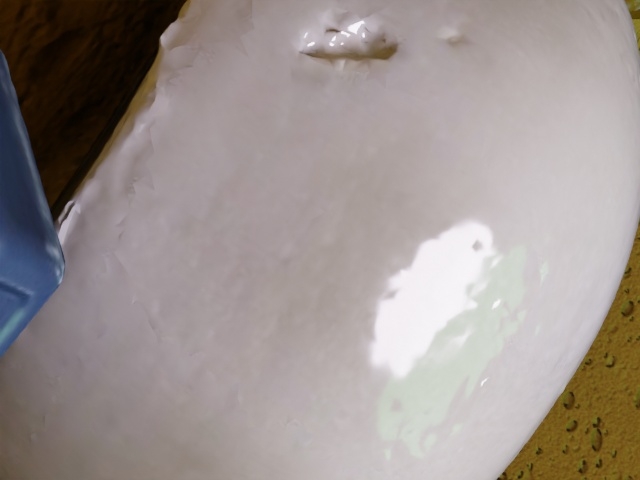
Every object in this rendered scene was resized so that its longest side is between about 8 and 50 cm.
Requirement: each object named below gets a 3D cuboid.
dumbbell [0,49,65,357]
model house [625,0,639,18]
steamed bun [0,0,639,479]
[{"bbox_3d":[-0.177,-0.032,0.297,0.144,0.156,0.316,-21,165,6],"label":"dumbbell"},{"bbox_3d":[0.268,-0.242,0.969,0.239,0.173,0.268,-25,149,-58],"label":"model house"},{"bbox_3d":[0.000,0.000,0.570,0.324,0.206,0.324,-54,-169,15],"label":"steamed bun"}]
